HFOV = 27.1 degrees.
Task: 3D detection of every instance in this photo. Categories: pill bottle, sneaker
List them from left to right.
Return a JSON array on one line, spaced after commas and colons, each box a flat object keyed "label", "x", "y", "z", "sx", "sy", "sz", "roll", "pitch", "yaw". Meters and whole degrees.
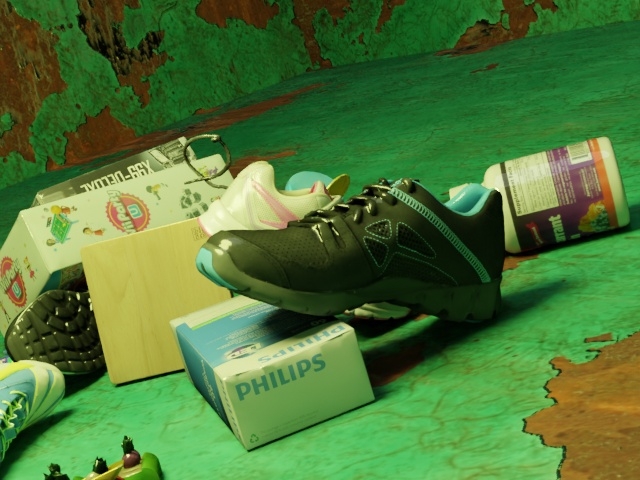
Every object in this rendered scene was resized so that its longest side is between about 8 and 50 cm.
[{"label": "sneaker", "x": -0.341, "y": 0.202, "z": 1.355, "sx": 0.240, "sy": 0.091, "sz": 0.126, "roll": -21, "pitch": 37, "yaw": -40}, {"label": "sneaker", "x": -0.314, "y": 0.119, "z": 1.619, "sx": 0.124, "sy": 0.107, "sz": 0.283, "roll": -27, "pitch": -1, "yaw": 22}, {"label": "sneaker", "x": 0.000, "y": 0.000, "z": 1.424, "sx": 0.111, "sy": 0.252, "sz": 0.103, "roll": -60, "pitch": 13, "yaw": 2}, {"label": "sneaker", "x": 0.035, "y": -0.001, "z": 1.304, "sx": 0.340, "sy": 0.140, "sz": 0.125, "roll": 2, "pitch": 11, "yaw": -32}, {"label": "pill bottle", "x": 0.253, "y": -0.046, "z": 1.544, "sx": 0.193, "sy": 0.108, "sz": 0.108, "roll": -14, "pitch": 13, "yaw": 11}]

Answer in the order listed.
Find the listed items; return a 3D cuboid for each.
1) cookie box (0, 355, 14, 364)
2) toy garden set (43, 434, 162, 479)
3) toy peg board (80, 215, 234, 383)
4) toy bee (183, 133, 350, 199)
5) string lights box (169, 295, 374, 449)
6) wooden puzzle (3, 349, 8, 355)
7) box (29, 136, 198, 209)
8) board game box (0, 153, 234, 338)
[{"label": "cookie box", "x": -0.404, "y": 0.177, "z": 1.577, "sx": 0.107, "sy": 0.040, "sz": 0.092, "roll": -17, "pitch": 12, "yaw": -7}, {"label": "toy garden set", "x": -0.255, "y": 0.221, "z": 1.098, "sx": 0.244, "sy": 0.049, "sz": 0.204, "roll": -18, "pitch": 0, "yaw": -7}, {"label": "toy peg board", "x": -0.171, "y": 0.066, "z": 1.523, "sx": 0.160, "sy": 0.161, "sz": 0.079, "roll": -14, "pitch": -1, "yaw": 11}, {"label": "toy bee", "x": -0.039, "y": 0.005, "z": 1.548, "sx": 0.298, "sy": 0.195, "sz": 0.162, "roll": 5, "pitch": 37, "yaw": 16}, {"label": "string lights box", "x": -0.056, "y": 0.116, "z": 1.324, "sx": 0.133, "sy": 0.077, "sz": 0.259, "roll": -20, "pitch": 14, "yaw": -13}, {"label": "wooden puzzle", "x": -0.449, "y": 0.169, "z": 1.728, "sx": 0.116, "sy": 0.014, "sz": 0.078, "roll": -20, "pitch": 18, "yaw": -14}, {"label": "box", "x": -0.329, "y": -0.026, "z": 1.986, "sx": 0.242, "sy": 0.077, "sz": 0.307, "roll": -24, "pitch": -9, "yaw": -30}, {"label": "board game box", "x": -0.279, "y": 0.007, "z": 1.780, "sx": 0.303, "sy": 0.098, "sz": 0.224, "roll": -20, "pitch": -16, "yaw": -35}]
